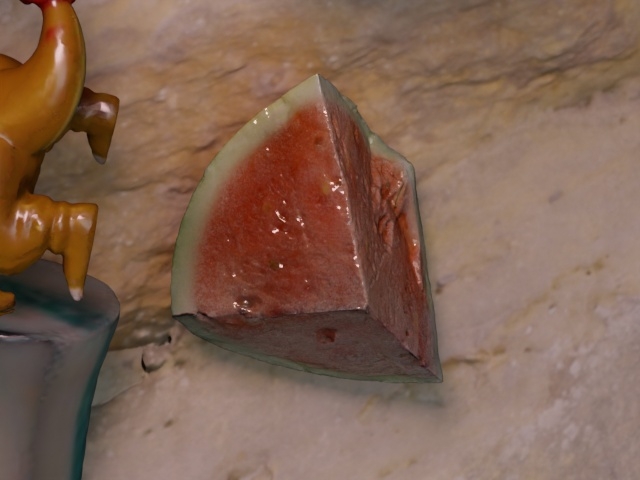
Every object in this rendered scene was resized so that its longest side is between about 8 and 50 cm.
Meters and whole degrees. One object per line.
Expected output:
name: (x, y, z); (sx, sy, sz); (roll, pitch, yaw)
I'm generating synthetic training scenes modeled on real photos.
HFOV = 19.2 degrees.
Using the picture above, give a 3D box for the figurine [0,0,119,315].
figurine: (-0.350, -0.112, 1.445); (0.387, 0.268, 0.401); (8, 69, -5)

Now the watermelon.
watermelon: (0.000, 0.000, 1.644); (0.256, 0.176, 0.260); (-2, 84, -27)

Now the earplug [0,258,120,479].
earplug: (-0.280, 0.192, 1.602); (0.185, 0.185, 0.324); (2, 110, -20)
